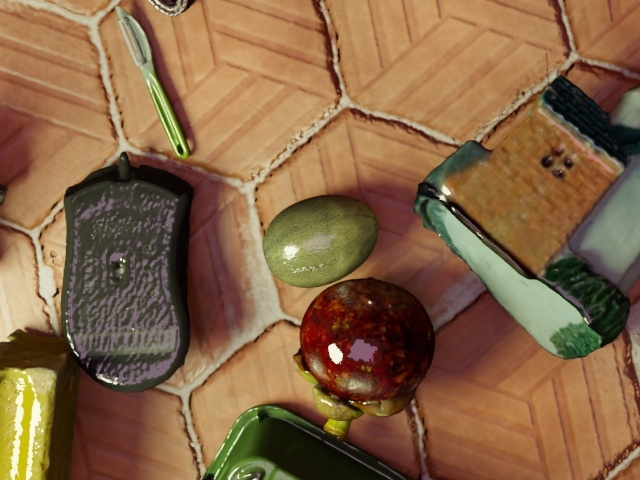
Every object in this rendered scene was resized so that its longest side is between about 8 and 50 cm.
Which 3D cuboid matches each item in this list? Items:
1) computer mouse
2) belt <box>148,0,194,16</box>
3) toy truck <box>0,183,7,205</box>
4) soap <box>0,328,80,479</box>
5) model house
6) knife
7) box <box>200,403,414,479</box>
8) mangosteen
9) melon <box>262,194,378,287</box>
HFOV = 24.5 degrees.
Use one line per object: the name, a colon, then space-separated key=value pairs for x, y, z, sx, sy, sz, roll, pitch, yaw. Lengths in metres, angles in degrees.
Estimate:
computer mouse: x=-0.211 y=0.034 z=1.633 sx=0.147 sy=0.088 sz=0.264 roll=1 pitch=87 yaw=3
belt: x=-0.247 y=-0.310 z=1.614 sx=0.232 sy=0.053 sz=0.071 roll=18 pitch=97 yaw=3
toy truck: x=-0.457 y=-0.021 z=1.563 sx=0.157 sy=0.272 sz=0.124 roll=20 pitch=99 yaw=12
soap: x=-0.329 y=0.269 z=1.621 sx=0.091 sy=0.199 sz=0.315 roll=5 pitch=97 yaw=0
model house: x=0.280 y=-0.057 z=1.555 sx=0.253 sy=0.184 sz=0.291 roll=43 pitch=85 yaw=5
knife: x=-0.185 y=-0.176 z=1.641 sx=0.022 sy=0.026 sz=0.184 roll=-15 pitch=100 yaw=47
box: x=-0.050 y=0.379 z=1.617 sx=0.252 sy=0.178 sz=0.329 roll=28 pitch=99 yaw=0
mangosteen: x=0.053 y=0.128 z=1.607 sx=0.145 sy=0.156 sz=0.181 roll=-21 pitch=126 yaw=-17
melon: x=0.000 y=0.000 z=1.607 sx=0.130 sy=0.098 sz=0.098 roll=-19 pitch=95 yaw=11
